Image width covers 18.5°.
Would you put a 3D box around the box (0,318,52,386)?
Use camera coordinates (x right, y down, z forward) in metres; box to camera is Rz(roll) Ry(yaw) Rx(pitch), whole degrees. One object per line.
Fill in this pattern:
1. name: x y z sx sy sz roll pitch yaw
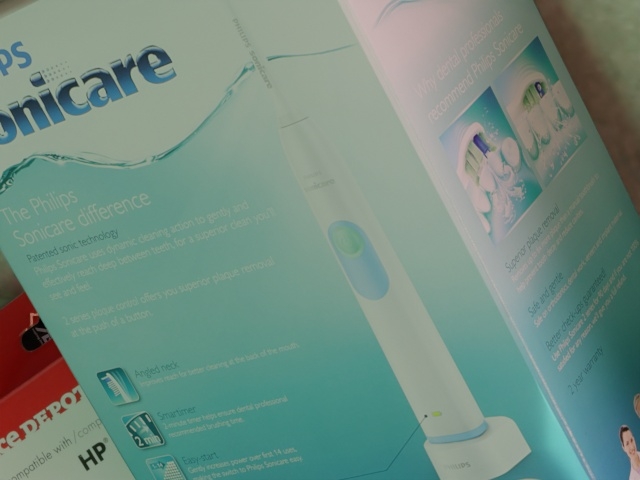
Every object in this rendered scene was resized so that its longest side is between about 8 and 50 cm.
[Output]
1. box: -0.155 0.158 1.089 0.184 0.045 0.191 55 135 5

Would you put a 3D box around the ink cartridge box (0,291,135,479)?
1. ink cartridge box: -0.096 0.122 0.961 0.134 0.078 0.231 -36 83 19

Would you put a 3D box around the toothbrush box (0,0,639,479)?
1. toothbrush box: 0.000 0.000 0.805 0.216 0.126 0.295 -18 108 37
